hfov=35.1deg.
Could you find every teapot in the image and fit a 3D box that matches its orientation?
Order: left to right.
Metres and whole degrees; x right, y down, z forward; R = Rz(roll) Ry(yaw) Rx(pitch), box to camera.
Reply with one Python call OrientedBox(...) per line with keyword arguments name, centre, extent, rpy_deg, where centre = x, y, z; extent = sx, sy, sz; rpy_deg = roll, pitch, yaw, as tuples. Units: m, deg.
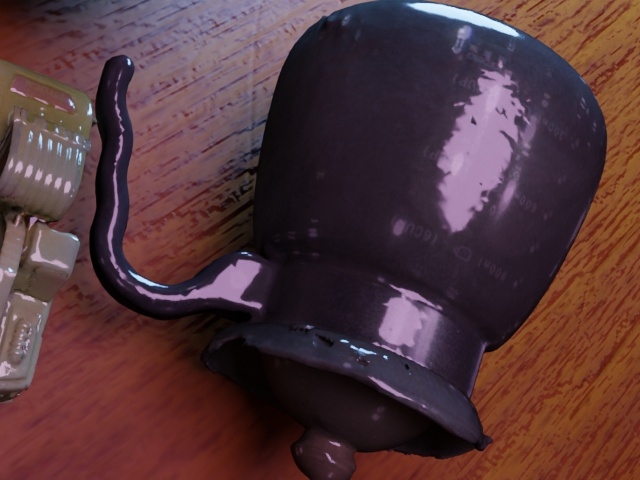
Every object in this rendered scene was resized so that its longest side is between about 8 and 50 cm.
OrientedBox(name="teapot", centre=(0.020, 0.002, 0.619), extent=(0.305, 0.223, 0.285), rpy_deg=(36, 64, -39))

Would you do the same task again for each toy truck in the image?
OrientedBox(name="toy truck", centre=(-0.176, -0.005, 0.540), extent=(0.085, 0.116, 0.191), rpy_deg=(22, 65, -32))
